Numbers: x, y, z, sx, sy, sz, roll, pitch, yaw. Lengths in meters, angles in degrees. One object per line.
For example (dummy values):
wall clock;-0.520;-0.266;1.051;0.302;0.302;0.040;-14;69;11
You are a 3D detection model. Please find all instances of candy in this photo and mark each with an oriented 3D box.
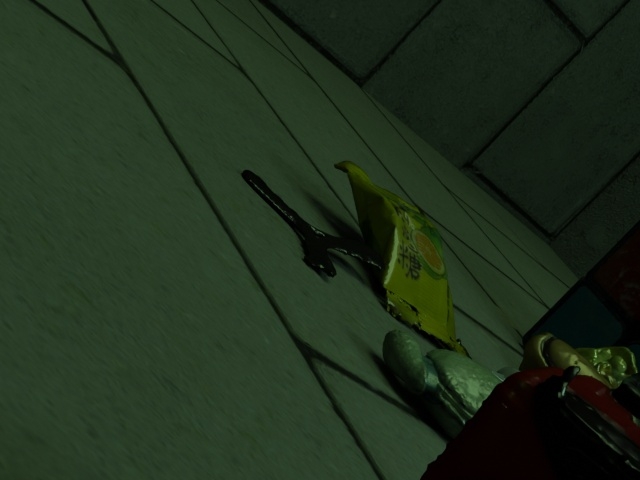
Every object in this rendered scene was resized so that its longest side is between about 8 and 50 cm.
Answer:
candy;0.112;0.020;1.831;0.187;0.081;0.297;34;25;-40

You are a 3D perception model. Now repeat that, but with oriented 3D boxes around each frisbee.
frisbee;0.000;0.000;1.633;0.211;0.012;0.187;32;17;-19

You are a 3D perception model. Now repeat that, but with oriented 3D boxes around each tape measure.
tape measure;0.098;0.175;0.703;0.114;0.253;0.260;43;14;20

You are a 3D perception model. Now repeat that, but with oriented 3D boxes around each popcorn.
popcorn;0.393;0.220;2.038;0.162;0.135;0.141;-53;125;-41

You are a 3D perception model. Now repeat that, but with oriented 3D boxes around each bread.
bread;0.307;0.201;1.776;0.134;0.081;0.225;38;-14;24

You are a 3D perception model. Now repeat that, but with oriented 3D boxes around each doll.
doll;0.151;0.165;1.441;0.214;0.071;0.103;39;10;-6

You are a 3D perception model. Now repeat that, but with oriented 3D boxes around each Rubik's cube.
Rubik's cube;0.576;0.201;2.266;0.313;0.316;0.318;33;14;-44

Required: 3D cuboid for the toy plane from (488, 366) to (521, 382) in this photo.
toy plane;0.283;0.233;1.597;0.255;0.101;0.251;45;-1;5
